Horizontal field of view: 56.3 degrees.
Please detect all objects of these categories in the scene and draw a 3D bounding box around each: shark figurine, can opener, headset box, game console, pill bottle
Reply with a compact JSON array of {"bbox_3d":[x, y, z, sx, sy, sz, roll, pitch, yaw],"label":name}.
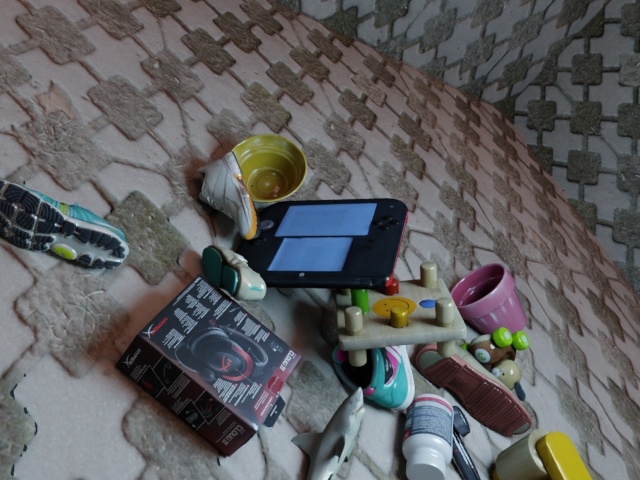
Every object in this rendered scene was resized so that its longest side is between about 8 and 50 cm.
[{"bbox_3d":[-0.014,0.412,1.121,0.116,0.166,0.278,22,46,18],"label":"shark figurine"},{"bbox_3d":[0.321,0.481,1.387,0.059,0.073,0.186,12,52,-48],"label":"can opener"},{"bbox_3d":[-0.186,0.233,1.112,0.293,0.110,0.218,39,33,-3],"label":"headset box"},{"bbox_3d":[0.000,0.000,1.401,0.386,0.060,0.342,-1,29,18],"label":"game console"},{"bbox_3d":[0.234,0.435,1.304,0.108,0.108,0.180,35,34,-9],"label":"pill bottle"}]

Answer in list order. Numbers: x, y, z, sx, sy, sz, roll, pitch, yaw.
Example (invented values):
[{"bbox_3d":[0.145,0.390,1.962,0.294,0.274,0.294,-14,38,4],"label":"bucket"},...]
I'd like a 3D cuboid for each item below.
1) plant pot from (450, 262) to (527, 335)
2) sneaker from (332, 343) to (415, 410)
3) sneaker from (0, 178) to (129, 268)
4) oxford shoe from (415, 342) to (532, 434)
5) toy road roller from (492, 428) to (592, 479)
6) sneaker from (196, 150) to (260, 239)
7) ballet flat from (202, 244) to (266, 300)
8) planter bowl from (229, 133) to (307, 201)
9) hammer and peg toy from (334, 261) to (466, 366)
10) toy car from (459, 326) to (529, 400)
[{"bbox_3d":[0.515,0.198,1.797,0.180,0.201,0.201,52,31,-14],"label":"plant pot"},{"bbox_3d":[0.104,0.242,1.391,0.178,0.124,0.295,25,37,-39],"label":"sneaker"},{"bbox_3d":[-0.499,-0.031,1.140,0.275,0.107,0.110,30,16,-25],"label":"sneaker"},{"bbox_3d":[0.407,0.361,1.553,0.348,0.123,0.130,41,28,-2],"label":"oxford shoe"},{"bbox_3d":[0.453,0.588,1.276,0.240,0.202,0.329,6,48,-27],"label":"toy road roller"},{"bbox_3d":[-0.228,-0.095,1.459,0.121,0.099,0.262,-21,55,-3],"label":"sneaker"},{"bbox_3d":[-0.179,0.068,1.252,0.086,0.086,0.248,19,7,-30],"label":"ballet flat"},{"bbox_3d":[-0.144,-0.171,1.599,0.217,0.090,0.217,1,61,-2],"label":"planter bowl"},{"bbox_3d":[0.165,0.129,1.330,0.266,0.127,0.361,-6,21,2],"label":"hammer and peg toy"},{"bbox_3d":[0.488,0.354,1.627,0.149,0.155,0.188,15,54,-34],"label":"toy car"}]
